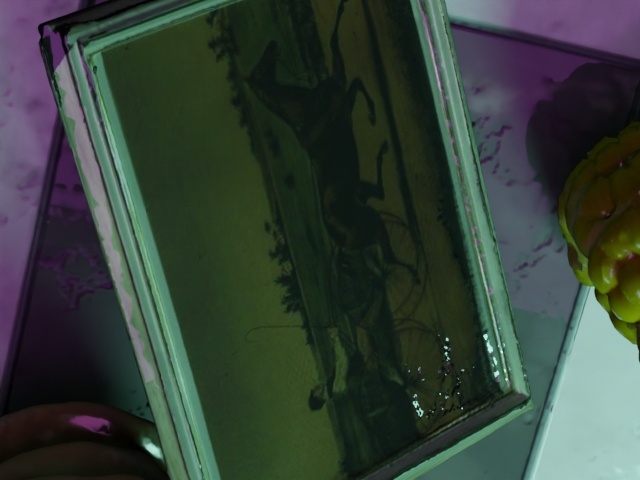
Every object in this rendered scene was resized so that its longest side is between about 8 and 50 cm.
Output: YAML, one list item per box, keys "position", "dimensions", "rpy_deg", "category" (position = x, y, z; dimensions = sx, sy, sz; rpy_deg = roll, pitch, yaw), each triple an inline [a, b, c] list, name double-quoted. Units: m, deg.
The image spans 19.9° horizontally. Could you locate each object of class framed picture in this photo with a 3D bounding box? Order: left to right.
- position: [0.000, 0.000, 0.766]
  dimensions: [0.197, 0.014, 0.252]
  rpy_deg: [-26, 111, -31]
  category: "framed picture"

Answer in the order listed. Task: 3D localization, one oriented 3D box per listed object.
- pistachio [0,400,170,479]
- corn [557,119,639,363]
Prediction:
- position: [-0.157, 0.204, 0.810]
  dimensions: [0.181, 0.162, 0.293]
  rpy_deg: [27, 99, -26]
  category: "pistachio"
- position: [0.261, -0.064, 0.755]
  dimensions: [0.344, 0.131, 0.131]
  rpy_deg: [-34, 105, 6]
  category: "corn"
